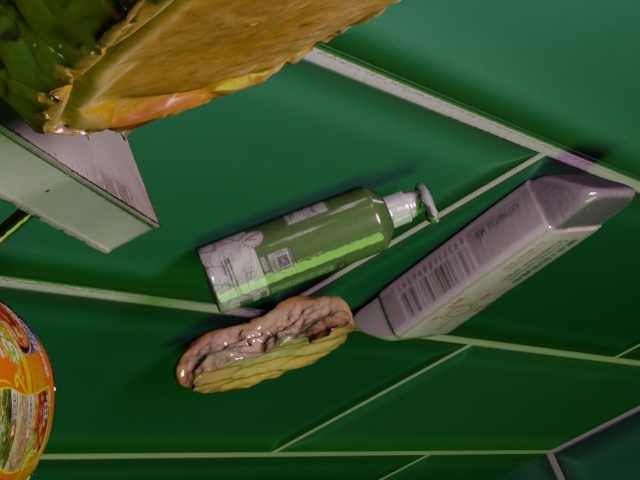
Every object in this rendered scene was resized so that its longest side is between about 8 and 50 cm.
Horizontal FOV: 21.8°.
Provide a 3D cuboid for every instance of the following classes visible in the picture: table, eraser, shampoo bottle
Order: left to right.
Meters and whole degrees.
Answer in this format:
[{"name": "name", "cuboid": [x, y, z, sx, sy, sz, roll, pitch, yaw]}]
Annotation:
[{"name": "table", "cuboid": [-0.199, -0.064, 0.921, 0.111, 0.121, 0.240, -26, 161, 10]}, {"name": "shampoo bottle", "cuboid": [0.000, 0.000, 1.415, 0.205, 0.065, 0.065, -21, 161, -6]}, {"name": "eraser", "cuboid": [0.167, 0.021, 1.673, 0.089, 0.061, 0.352, -2, 152, -44]}]

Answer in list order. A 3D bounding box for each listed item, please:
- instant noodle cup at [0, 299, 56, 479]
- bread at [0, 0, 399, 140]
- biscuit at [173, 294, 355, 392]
[{"name": "instant noodle cup", "cuboid": [-0.303, 0.117, 1.172, 0.230, 0.230, 0.182, -27, 170, 12]}, {"name": "bread", "cuboid": [-0.052, -0.152, 0.775, 0.253, 0.142, 0.227, -25, 180, 44]}, {"name": "biscuit", "cuboid": [-0.055, 0.101, 1.638, 0.183, 0.061, 0.118, -22, 163, 3]}]
